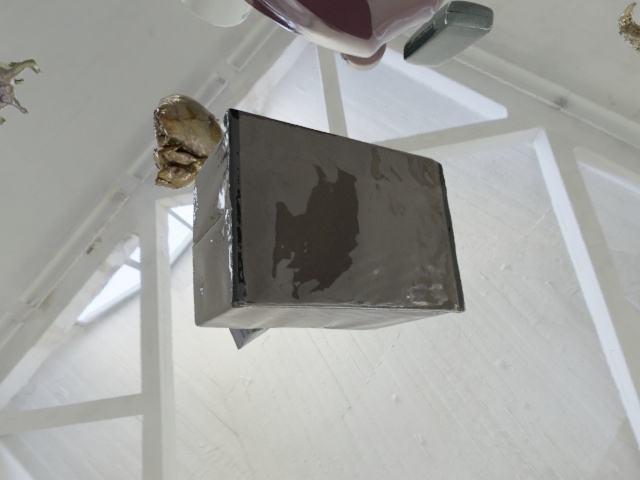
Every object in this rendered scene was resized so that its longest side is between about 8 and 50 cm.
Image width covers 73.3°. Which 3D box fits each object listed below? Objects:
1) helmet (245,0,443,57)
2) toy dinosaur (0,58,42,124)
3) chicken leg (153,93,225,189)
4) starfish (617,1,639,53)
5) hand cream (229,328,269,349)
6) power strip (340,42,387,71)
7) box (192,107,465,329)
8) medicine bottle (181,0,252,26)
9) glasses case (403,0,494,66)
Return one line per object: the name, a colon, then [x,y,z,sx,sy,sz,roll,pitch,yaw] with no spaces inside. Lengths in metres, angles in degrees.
helmet: [-0.016,-0.313,0.407,0.338,0.271,0.197,26,-74,-12]
toy dinosaur: [-0.688,-0.337,0.882,0.199,0.251,0.072,-31,-99,-16]
chicken leg: [-0.338,-0.206,1.215,0.409,0.182,0.295,48,-141,-19]
starfish: [0.721,-0.417,0.913,0.235,0.277,0.062,33,-64,-5]
hand cream: [-0.136,0.171,0.940,0.142,0.053,0.084,-27,-100,1]
power strip: [0.137,-0.636,1.407,0.154,0.078,0.154,0,-81,-1]
box: [0.000,0.000,0.467,0.252,0.153,0.189,4,-107,-31]
medicine bottle: [-0.130,-0.454,0.636,0.139,0.237,0.139,11,-114,-26]
glasses case: [0.345,-0.571,1.213,0.131,0.323,0.074,6,-86,-12]
